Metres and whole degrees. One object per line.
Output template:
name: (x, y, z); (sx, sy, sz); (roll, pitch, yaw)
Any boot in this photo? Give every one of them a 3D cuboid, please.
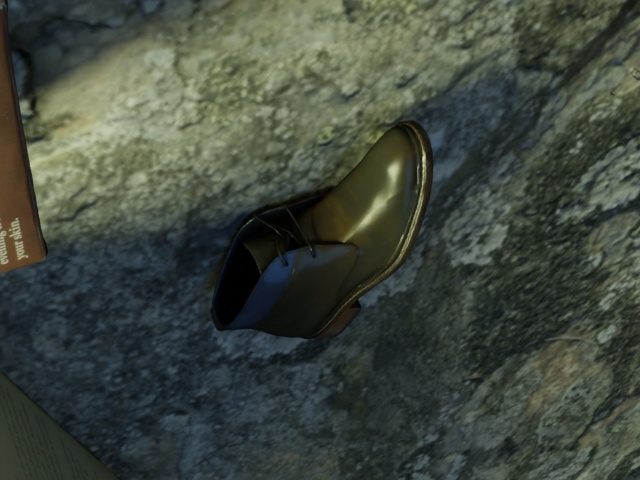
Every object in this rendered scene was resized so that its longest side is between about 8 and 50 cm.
boot: (0.000, 0.000, 1.000); (0.106, 0.082, 0.219); (-3, 136, -36)

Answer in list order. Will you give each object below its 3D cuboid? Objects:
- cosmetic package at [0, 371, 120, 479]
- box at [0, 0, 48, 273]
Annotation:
cosmetic package: (-0.240, 0.251, 0.992); (0.161, 0.230, 0.453); (-30, 142, -1)
box: (-0.347, -0.038, 0.674); (0.381, 0.143, 0.191); (-18, 141, -20)
